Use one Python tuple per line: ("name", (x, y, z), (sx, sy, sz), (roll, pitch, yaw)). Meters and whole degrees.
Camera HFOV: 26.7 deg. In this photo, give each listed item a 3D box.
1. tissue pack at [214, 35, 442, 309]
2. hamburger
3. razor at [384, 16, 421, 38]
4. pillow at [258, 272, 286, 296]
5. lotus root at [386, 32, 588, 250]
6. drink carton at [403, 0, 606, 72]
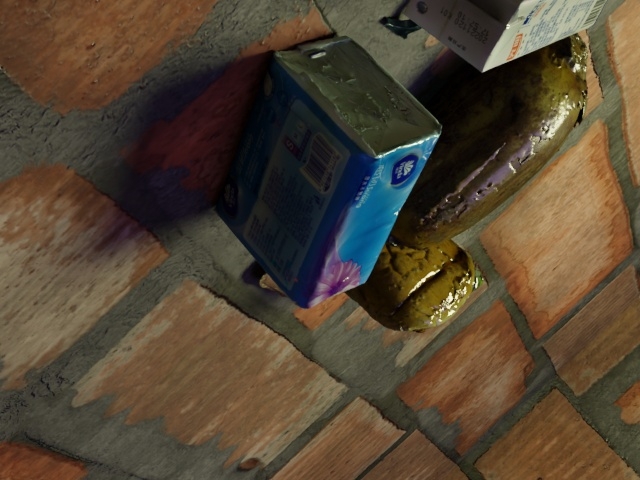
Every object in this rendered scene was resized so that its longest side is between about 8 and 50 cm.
("tissue pack", (0.005, -0.083, 1.634), (0.146, 0.198, 0.263), (-20, 147, -38))
("hamburger", (0.126, 0.042, 2.018), (0.183, 0.206, 0.130), (-36, 145, -31))
("razor", (0.162, -0.325, 1.679), (0.190, 0.033, 0.066), (-48, 156, 10))
("pillow", (-0.001, -0.001, 1.959), (0.211, 0.034, 0.135), (-46, 155, 4))
("lotus root", (0.228, -0.145, 1.914), (0.397, 0.179, 0.196), (-43, 173, 11))
("drink carton", (0.246, -0.308, 1.662), (0.315, 0.130, 0.107), (-29, 151, -50))
